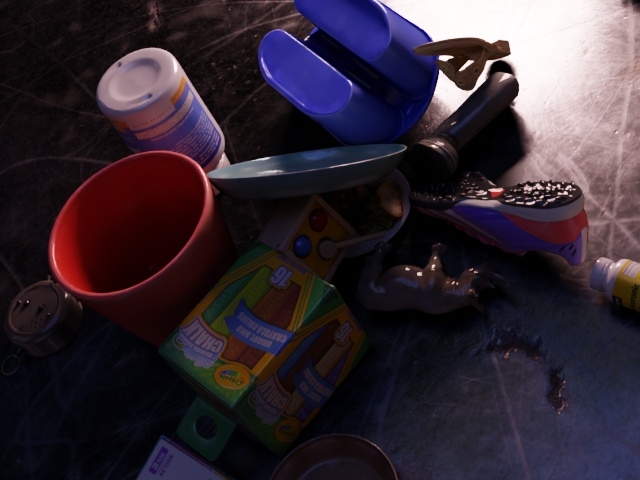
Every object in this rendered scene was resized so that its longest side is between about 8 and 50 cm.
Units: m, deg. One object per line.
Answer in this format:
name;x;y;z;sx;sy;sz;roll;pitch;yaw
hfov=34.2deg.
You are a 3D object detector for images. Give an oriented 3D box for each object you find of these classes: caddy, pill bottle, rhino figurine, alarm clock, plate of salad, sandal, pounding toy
caddy;0.055;-0.306;1.811;0.241;0.179;0.341;-53;48;9
pill bottle;0.436;0.063;1.441;0.116;0.065;0.065;22;67;35
rhino figurine;0.164;0.064;1.556;0.243;0.073;0.106;1;53;23
alarm clock;-0.490;0.148;1.790;0.129;0.064;0.192;15;66;32
pill bottle;-0.257;-0.187;1.792;0.152;0.272;0.152;-11;52;15
plate of salad;0.051;-0.059;1.711;0.200;0.048;0.199;-12;53;16
sandal;0.249;-0.287;1.719;0.088;0.240;0.079;-12;90;41
pounding toy;0.000;0.000;1.609;0.100;0.141;0.130;5;59;51

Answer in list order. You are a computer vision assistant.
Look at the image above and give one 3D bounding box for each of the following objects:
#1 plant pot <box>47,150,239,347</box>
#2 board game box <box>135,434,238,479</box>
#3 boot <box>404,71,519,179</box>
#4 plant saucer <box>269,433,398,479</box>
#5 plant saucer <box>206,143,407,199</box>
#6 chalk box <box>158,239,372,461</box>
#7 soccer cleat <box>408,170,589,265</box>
plant pot;-0.249;0.037;1.644;0.275;0.243;0.274;-12;52;16
board game box;-0.154;0.440;1.394;0.317;0.064;0.242;25;80;35
boot;0.241;-0.187;1.671;0.209;0.076;0.190;-35;15;-7
plant saucer;0.017;0.363;1.424;0.199;0.036;0.198;-11;53;15
plant saucer;-0.019;-0.107;1.635;0.318;0.043;0.317;-9;10;1
chalk box;-0.098;0.181;1.514;0.180;0.179;0.289;29;71;37
soccer cleat;0.261;-0.032;1.571;0.109;0.116;0.318;-33;27;-35
